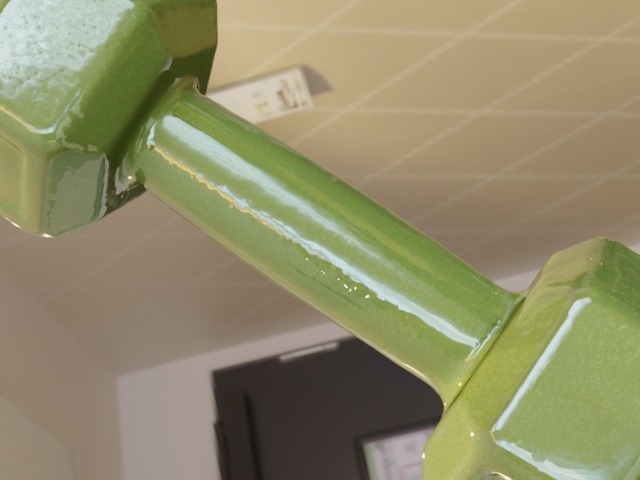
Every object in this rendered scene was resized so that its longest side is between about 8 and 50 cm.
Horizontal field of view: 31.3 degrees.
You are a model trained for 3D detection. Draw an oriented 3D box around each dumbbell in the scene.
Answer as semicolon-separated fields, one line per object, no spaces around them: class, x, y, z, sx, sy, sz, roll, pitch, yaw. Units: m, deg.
dumbbell;0.000;0.000;0.429;0.108;0.302;0.121;-50;-12;-35
